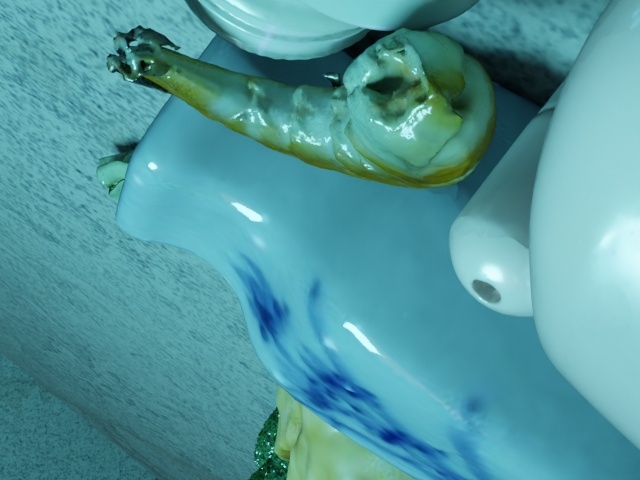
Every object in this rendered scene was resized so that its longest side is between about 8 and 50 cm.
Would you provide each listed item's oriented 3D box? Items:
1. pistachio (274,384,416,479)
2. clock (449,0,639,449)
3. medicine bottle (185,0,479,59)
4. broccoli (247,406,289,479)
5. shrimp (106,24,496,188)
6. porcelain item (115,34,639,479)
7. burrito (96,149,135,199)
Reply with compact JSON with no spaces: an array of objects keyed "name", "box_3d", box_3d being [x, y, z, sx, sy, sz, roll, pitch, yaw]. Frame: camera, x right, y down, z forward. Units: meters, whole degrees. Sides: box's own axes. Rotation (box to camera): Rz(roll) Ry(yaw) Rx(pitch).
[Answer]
[{"name":"pistachio","box_3d":[0.079,0.174,0.862,0.238,0.229,0.321,-16,145,18]},{"name":"clock","box_3d":[0.224,-0.004,0.338,0.342,0.184,0.326,34,156,0]},{"name":"medicine bottle","box_3d":[0.021,-0.177,0.339,0.179,0.124,0.324,42,160,0]},{"name":"broccoli","box_3d":[0.026,0.319,1.280,0.254,0.269,0.269,-14,133,30]},{"name":"shrimp","box_3d":[-0.012,-0.064,0.428,0.166,0.049,0.161,20,174,1]},{"name":"porcelain item","box_3d":[0.084,0.040,0.621,0.405,0.178,0.242,37,158,-4]},{"name":"burrito","box_3d":[-0.154,-0.053,0.942,0.118,0.044,0.074,17,156,31]}]
